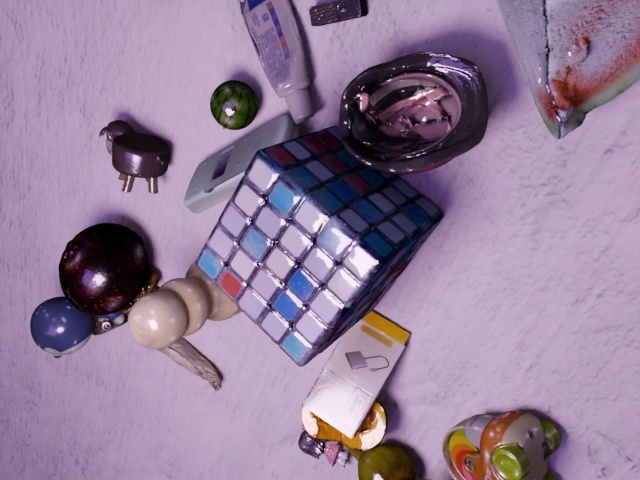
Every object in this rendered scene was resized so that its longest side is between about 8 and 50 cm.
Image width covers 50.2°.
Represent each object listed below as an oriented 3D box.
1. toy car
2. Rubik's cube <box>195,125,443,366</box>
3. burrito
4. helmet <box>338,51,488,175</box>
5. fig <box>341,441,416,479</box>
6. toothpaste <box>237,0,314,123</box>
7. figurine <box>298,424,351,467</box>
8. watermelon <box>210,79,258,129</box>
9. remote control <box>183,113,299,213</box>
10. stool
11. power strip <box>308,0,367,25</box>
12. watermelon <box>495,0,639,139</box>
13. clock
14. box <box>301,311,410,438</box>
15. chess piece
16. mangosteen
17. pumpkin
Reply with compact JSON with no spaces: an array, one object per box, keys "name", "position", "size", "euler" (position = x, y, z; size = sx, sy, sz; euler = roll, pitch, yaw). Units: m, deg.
[{"name":"toy car","position":[0.331,0.424,1.321],"size":[0.235,0.145,0.235],"euler":[20,119,43]},{"name":"Rubik's cube","position":[0.000,0.000,1.259],"size":[0.292,0.287,0.293],"euler":[40,123,14]},{"name":"burrito","position":[-0.338,0.293,1.714],"size":[0.229,0.063,0.058],"euler":[38,113,12]},{"name":"helmet","position":[0.158,-0.207,1.173],"size":[0.253,0.154,0.198],"euler":[-3,87,14]},{"name":"fig","position":[0.101,0.481,1.498],"size":[0.236,0.124,0.124],"euler":[20,118,45]},{"name":"toothpaste","position":[-0.077,-0.363,1.317],"size":[0.099,0.068,0.283],"euler":[-19,87,5]},{"name":"figurine","position":[0.007,0.474,1.575],"size":[0.129,0.054,0.072],"euler":[24,115,20]},{"name":"watermelon","position":[-0.176,-0.269,1.383],"size":[0.109,0.109,0.109],"euler":[11,113,28]},{"name":"remote control","position":[-0.160,-0.157,1.397],"size":[0.296,0.140,0.056],"euler":[-22,132,36]},{"name":"stool","position":[-0.427,-0.192,1.555],"size":[0.217,0.125,0.121],"euler":[33,124,28]},{"name":"power strip","position":[0.031,-0.416,1.242],"size":[0.111,0.029,0.038],"euler":[-2,107,32]},{"name":"watermelon","position":[0.381,-0.316,0.953],"size":[0.289,0.213,0.320],"euler":[-9,91,32]},{"name":"clock","position":[-0.618,0.199,1.742],"size":[0.199,0.243,0.147],"euler":[-9,101,36]},{"name":"box","position":[0.076,0.270,1.414],"size":[0.129,0.033,0.247],"euler":[31,90,19]},{"name":"chess piece","position":[-0.290,0.134,1.480],"size":[0.167,0.299,0.167],"euler":[12,113,29]},{"name":"mangosteen","position":[-0.499,0.083,1.660],"size":[0.228,0.228,0.265],"euler":[-24,132,35]},{"name":"pumpkin","position":[0.061,0.380,1.470],"size":[0.183,0.107,0.119],"euler":[13,79,19]}]
